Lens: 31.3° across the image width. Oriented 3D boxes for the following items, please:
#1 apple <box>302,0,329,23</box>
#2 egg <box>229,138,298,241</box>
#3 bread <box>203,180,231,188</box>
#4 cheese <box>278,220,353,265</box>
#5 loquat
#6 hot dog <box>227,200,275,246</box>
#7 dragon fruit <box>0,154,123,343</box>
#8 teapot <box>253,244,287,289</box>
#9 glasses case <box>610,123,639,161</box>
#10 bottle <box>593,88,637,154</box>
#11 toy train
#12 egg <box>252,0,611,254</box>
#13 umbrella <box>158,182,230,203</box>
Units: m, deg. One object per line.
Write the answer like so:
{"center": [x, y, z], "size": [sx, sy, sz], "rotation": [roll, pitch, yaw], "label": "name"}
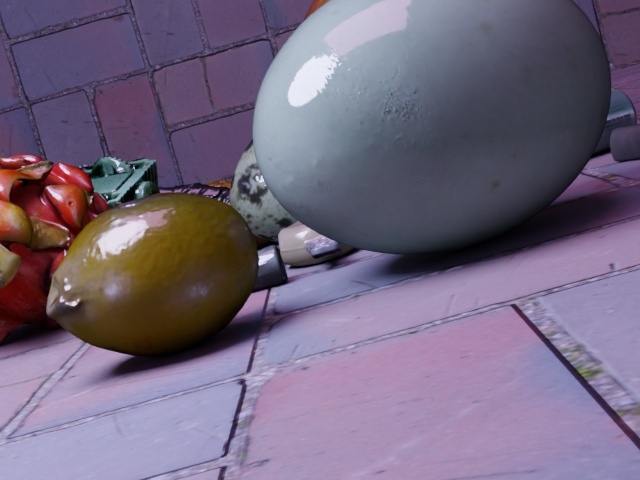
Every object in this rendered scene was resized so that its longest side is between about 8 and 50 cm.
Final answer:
{"center": [0.144, -0.258, 1.703], "size": [0.346, 0.391, 0.391], "rotation": [-44, 21, -30], "label": "apple"}
{"center": [-0.015, -0.083, 1.458], "size": [0.228, 0.177, 0.177], "rotation": [-34, 14, -26], "label": "egg"}
{"center": [-0.235, -0.047, 2.045], "size": [0.211, 0.083, 0.114], "rotation": [-22, 14, -27], "label": "bread"}
{"center": [-0.007, 0.002, 1.286], "size": [0.092, 0.048, 0.171], "rotation": [-15, 8, 15], "label": "cheese"}
{"center": [-0.145, 0.031, 0.997], "size": [0.195, 0.152, 0.152], "rotation": [-10, 4, -27], "label": "loquat"}
{"center": [-0.089, -0.022, 1.559], "size": [0.147, 0.065, 0.099], "rotation": [-21, -25, -22], "label": "hot dog"}
{"center": [-0.363, -0.006, 1.347], "size": [0.307, 0.227, 0.243], "rotation": [118, 175, -56], "label": "dragon fruit"}
{"center": [-0.092, 0.041, 1.215], "size": [0.110, 0.043, 0.043], "rotation": [-20, 7, 4], "label": "teapot"}
{"center": [0.437, -0.127, 1.357], "size": [0.072, 0.042, 0.190], "rotation": [-11, 3, -34], "label": "glasses case"}
{"center": [0.287, -0.130, 1.526], "size": [0.286, 0.082, 0.082], "rotation": [-18, 7, -19], "label": "bottle"}
{"center": [-0.350, -0.008, 1.585], "size": [0.330, 0.178, 0.138], "rotation": [-8, 27, 26], "label": "toy train"}
{"center": [0.113, -0.128, 1.105], "size": [0.388, 0.276, 0.276], "rotation": [-17, 7, -30], "label": "egg"}
{"center": [-0.265, -0.050, 1.909], "size": [0.357, 0.113, 0.106], "rotation": [1, 49, 2], "label": "umbrella"}
